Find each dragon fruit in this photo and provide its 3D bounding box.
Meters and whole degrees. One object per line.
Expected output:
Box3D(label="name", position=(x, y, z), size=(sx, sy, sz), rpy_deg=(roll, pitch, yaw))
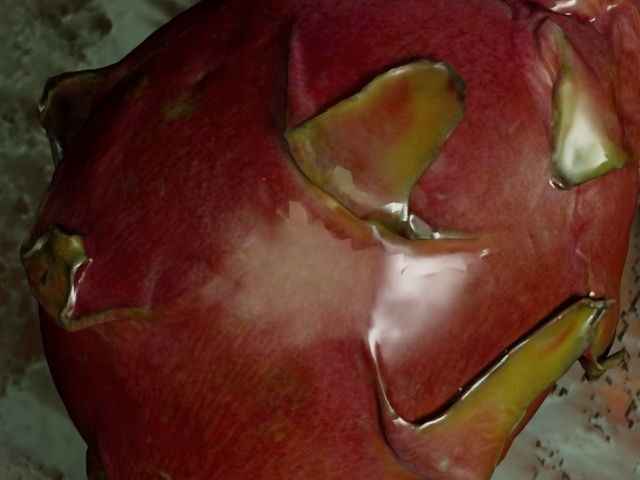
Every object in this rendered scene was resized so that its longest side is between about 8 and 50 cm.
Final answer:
Box3D(label="dragon fruit", position=(-0.003, 0.002, 0.636), size=(0.315, 0.250, 0.250), rpy_deg=(-33, 87, 33))
